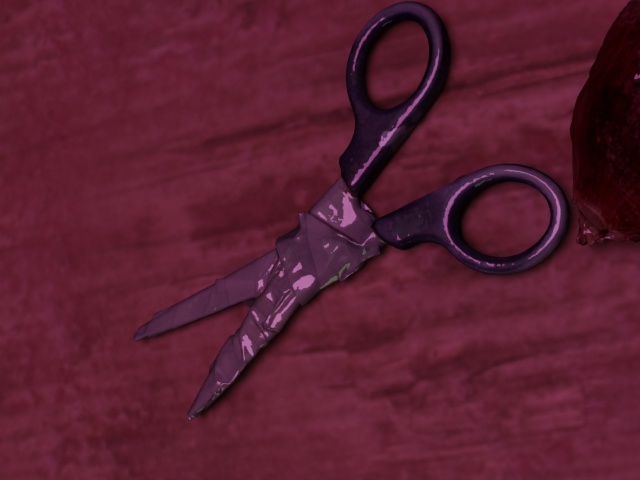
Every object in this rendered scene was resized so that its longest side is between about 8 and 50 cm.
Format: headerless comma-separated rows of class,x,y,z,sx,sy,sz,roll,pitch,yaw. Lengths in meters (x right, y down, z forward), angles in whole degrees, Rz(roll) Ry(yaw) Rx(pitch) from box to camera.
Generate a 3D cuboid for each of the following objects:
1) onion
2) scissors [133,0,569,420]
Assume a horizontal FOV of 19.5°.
onion,0.281,-0.096,1.357,0.283,0.120,0.227,-44,62,15
scissors,0.000,0.000,1.534,0.383,0.029,0.256,-38,68,18
